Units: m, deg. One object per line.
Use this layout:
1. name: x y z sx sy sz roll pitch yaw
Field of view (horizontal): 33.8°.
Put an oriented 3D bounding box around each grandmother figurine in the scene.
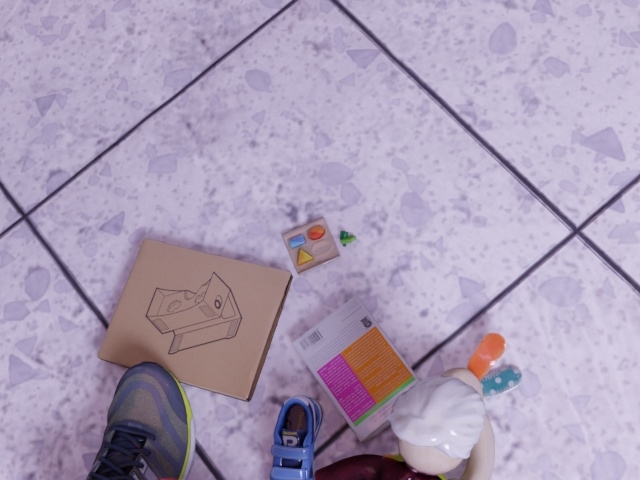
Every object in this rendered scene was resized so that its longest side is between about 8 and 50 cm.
1. grandmother figurine: 0.069 0.288 1.034 0.208 0.104 0.342 21 102 7

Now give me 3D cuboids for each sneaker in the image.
1. sneaker: -0.217 0.276 1.160 0.111 0.121 0.300 3 69 13
2. sneaker: -0.032 0.239 1.169 0.053 0.059 0.144 1 69 10

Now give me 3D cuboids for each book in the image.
1. book: 0.045 0.147 1.206 0.096 0.035 0.144 -36 65 0

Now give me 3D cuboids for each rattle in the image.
1. rattle: 0.127 0.203 1.166 0.130 0.143 0.199 28 57 -11

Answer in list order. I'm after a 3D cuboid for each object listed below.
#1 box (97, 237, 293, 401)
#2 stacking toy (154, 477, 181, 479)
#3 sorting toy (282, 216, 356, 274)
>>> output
1. box: -0.151 0.092 1.276 0.201 0.021 0.164 13 72 18
2. stacking toy: -0.086 0.351 1.012 0.330 0.141 0.141 35 79 37
3. sorting toy: 0.000 0.000 1.284 0.083 0.012 0.062 -24 65 2
